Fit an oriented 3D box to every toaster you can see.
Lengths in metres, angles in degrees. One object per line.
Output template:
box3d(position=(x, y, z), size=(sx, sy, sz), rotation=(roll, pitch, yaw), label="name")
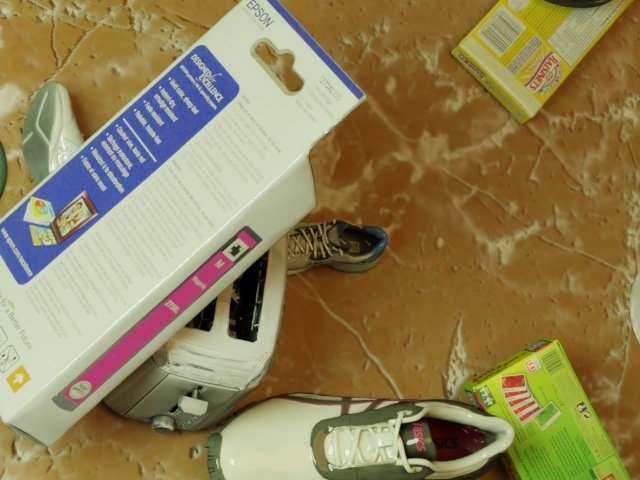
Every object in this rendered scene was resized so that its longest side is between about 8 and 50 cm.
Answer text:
box3d(position=(-0.103, 0.044, 1.477), size=(0.129, 0.146, 0.227), rotation=(17, 67, -21), label="toaster")

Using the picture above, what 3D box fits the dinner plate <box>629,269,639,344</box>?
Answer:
box3d(position=(0.375, 0.076, 1.771), size=(0.141, 0.017, 0.141), rotation=(7, 71, -22), label="dinner plate")

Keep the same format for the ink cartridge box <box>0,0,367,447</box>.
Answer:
box3d(position=(-0.132, -0.023, 1.379), size=(0.371, 0.175, 0.069), rotation=(-43, 139, 5), label="ink cartridge box")

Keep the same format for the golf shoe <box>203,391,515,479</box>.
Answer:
box3d(position=(0.035, 0.172, 1.518), size=(0.273, 0.120, 0.105), rotation=(-3, 76, -25), label="golf shoe")

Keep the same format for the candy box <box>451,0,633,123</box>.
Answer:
box3d(position=(0.229, -0.220, 1.791), size=(0.105, 0.027, 0.206), rotation=(46, 60, -6), label="candy box")

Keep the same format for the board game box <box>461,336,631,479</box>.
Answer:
box3d(position=(0.214, 0.190, 1.612), size=(0.092, 0.043, 0.181), rotation=(-29, 95, -10), label="board game box")

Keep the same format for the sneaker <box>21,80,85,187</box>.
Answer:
box3d(position=(-0.219, -0.063, 1.518), size=(0.061, 0.054, 0.152), rotation=(3, 74, -41), label="sneaker")

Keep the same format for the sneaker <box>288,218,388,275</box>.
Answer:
box3d(position=(0.000, 0.000, 1.592), size=(0.135, 0.058, 0.052), rotation=(-3, 75, -26), label="sneaker")

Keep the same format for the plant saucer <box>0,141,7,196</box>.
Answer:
box3d(position=(-0.320, -0.068, 1.482), size=(0.119, 0.021, 0.119), rotation=(8, 71, -23), label="plant saucer")

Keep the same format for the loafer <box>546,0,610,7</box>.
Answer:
box3d(position=(0.210, -0.307, 1.758), size=(0.220, 0.078, 0.080), rotation=(25, 60, -2), label="loafer")
